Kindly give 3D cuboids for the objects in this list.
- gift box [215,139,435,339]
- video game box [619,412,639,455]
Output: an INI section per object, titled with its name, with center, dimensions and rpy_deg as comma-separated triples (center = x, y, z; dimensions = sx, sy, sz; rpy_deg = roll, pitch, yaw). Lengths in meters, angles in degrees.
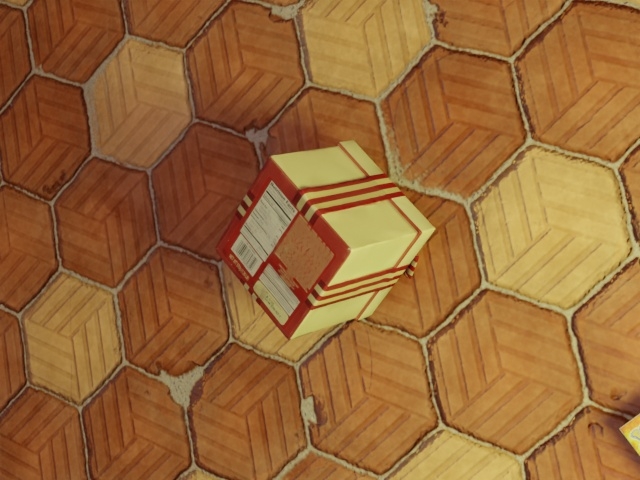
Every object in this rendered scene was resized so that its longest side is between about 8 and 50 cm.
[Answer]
[gift box]
center = 0.000, 0.000, 1.852
dimensions = 0.255, 0.258, 0.276
rpy_deg = 53, 129, 19
[video game box]
center = 0.584, 0.296, 1.626
dimensions = 0.205, 0.048, 0.187
rpy_deg = -42, 66, 18
